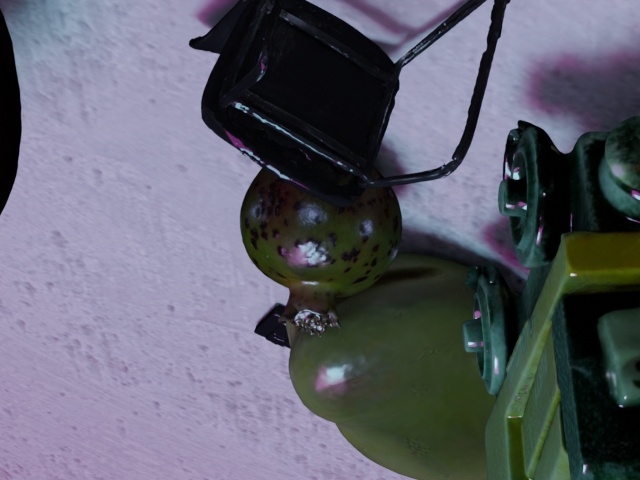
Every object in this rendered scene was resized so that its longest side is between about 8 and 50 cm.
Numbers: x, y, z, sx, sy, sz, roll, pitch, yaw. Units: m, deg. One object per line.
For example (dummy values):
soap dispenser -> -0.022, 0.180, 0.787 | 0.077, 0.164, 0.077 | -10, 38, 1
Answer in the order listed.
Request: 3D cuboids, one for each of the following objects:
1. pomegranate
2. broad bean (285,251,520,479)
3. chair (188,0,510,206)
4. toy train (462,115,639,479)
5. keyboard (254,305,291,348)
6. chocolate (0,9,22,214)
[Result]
pomegranate -> 0.003, -0.007, 1.306 | 0.130, 0.130, 0.130 | 15, 153, 8
broad bean -> 0.090, 0.103, 1.439 | 0.189, 0.121, 0.263 | -44, 126, 17
chair -> -0.007, -0.098, 1.124 | 0.140, 0.145, 0.221 | 29, 152, -18
toy train -> 0.189, 0.086, 1.195 | 0.160, 0.253, 0.397 | 0, 153, -3
keyboard -> 0.041, 0.112, 1.621 | 0.204, 0.013, 0.061 | 24, 153, -11
chocolate -> -0.370, -0.099, 1.184 | 0.331, 0.384, 0.383 | -28, 130, 33
